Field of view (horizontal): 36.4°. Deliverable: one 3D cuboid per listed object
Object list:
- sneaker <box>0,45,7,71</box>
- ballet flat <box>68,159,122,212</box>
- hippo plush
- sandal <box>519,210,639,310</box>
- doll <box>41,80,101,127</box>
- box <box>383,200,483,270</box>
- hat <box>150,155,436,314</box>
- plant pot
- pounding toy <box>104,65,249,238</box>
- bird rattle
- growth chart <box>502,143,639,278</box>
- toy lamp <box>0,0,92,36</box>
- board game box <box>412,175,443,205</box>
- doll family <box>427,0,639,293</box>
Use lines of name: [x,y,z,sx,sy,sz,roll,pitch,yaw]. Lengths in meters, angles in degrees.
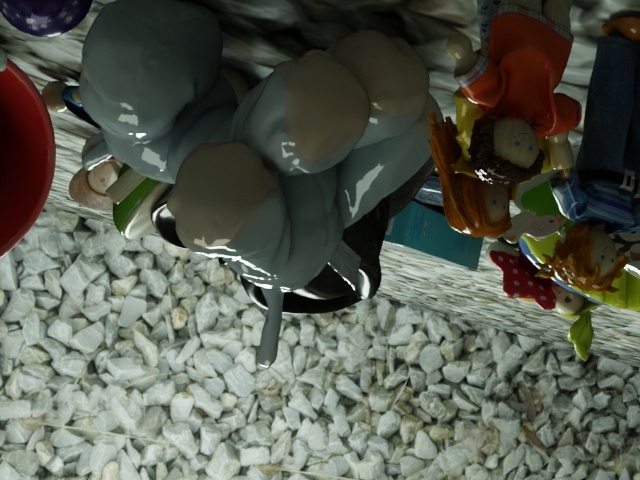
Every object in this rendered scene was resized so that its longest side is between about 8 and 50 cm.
sneaker: [-0.350,-0.196,0.963,0.053,0.061,0.152,6,-168,3]
ballet flat: [-0.254,-0.097,1.436,0.316,0.108,0.106,6,150,22]
hippo plush: [-0.058,-0.096,0.776,0.236,0.234,0.294,43,168,22]
sandal: [0.352,0.021,1.016,0.317,0.126,0.138,16,177,-4]
doll: [-0.235,-0.148,1.119,0.189,0.046,0.129,12,172,13]
box: [0.131,-0.011,1.329,0.100,0.060,0.244,12,178,32]
hat: [0.000,0.000,1.000,0.331,0.134,0.331,-16,162,-5]
plant pot: [-0.475,-0.109,1.132,0.275,0.275,0.243,19,-179,-36]
pounding toy: [-0.161,-0.104,0.981,0.110,0.183,0.237,50,169,5]
bird rattle: [0.319,0.066,1.429,0.253,0.143,0.207,22,-174,-32]
growth chart: [0.240,-0.026,0.681,0.237,0.172,0.021,24,141,49]
toy lamp: [-0.184,-0.191,0.561,0.080,0.080,0.275,14,175,-2]
board game box: [0.132,-0.061,1.181,0.090,0.020,0.090,13,173,19]
doll family: [0.154,-0.058,0.578,0.263,0.163,0.118,18,172,-28]
